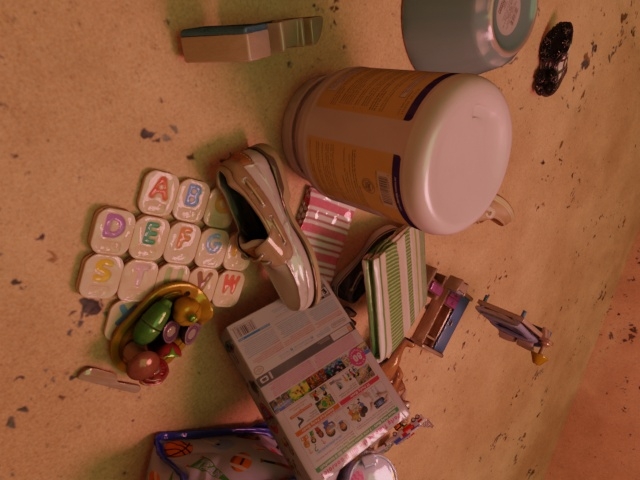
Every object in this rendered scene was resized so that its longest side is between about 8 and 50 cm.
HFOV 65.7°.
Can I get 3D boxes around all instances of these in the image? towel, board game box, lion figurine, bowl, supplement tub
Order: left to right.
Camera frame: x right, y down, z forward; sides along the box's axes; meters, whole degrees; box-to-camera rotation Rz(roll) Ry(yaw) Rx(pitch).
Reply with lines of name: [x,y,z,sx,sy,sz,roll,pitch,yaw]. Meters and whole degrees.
board game box: [-0.013,0.250,0.911,0.224,0.303,0.097,-25,165,-29]
towel: [0.000,0.000,1.005,0.144,0.029,0.197,13,97,-46]
lion figurine: [0.080,0.298,1.150,0.392,0.142,0.240,28,95,-31]
supplement tub: [0.113,-0.162,0.828,0.241,0.331,0.241,-18,119,-36]
towel: [0.173,0.092,1.091,0.325,0.038,0.248,-36,123,-57]
bowl: [0.331,-0.477,1.022,0.311,0.163,0.312,-18,118,-38]

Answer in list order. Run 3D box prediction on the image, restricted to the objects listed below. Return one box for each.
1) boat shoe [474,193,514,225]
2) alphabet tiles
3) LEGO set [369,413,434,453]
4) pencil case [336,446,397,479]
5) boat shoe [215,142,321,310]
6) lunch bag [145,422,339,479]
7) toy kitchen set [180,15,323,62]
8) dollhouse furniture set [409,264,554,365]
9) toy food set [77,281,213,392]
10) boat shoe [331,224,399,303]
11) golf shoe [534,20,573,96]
boat shoe: [0.395,-0.095,1.283,0.302,0.109,0.098,27,93,-40]
alphabet tiles: [-0.237,0.036,0.807,0.284,0.021,0.278,12,98,-44]
LEGO set: [0.189,0.549,1.327,0.182,0.060,0.244,-6,135,-41]
pencil case: [0.074,0.501,1.111,0.113,0.273,0.124,5,82,-14]
boat shoe: [-0.093,-0.004,0.840,0.103,0.113,0.303,-33,109,-40]
lunch bag: [-0.150,0.543,0.948,0.385,0.239,0.328,11,97,-38]
toy kitchen set: [-0.102,-0.363,0.726,0.207,0.122,0.166,-42,133,-50]
dollhouse furniture set: [0.401,0.239,1.281,0.286,0.303,0.198,33,83,-45]
toy food set: [-0.256,0.171,0.791,0.218,0.071,0.128,-49,136,-8]
boat shoe: [0.120,0.055,1.109,0.219,0.070,0.078,-47,132,-18]
golf shoe: [0.654,-0.504,1.382,0.093,0.077,0.198,-17,125,-50]
